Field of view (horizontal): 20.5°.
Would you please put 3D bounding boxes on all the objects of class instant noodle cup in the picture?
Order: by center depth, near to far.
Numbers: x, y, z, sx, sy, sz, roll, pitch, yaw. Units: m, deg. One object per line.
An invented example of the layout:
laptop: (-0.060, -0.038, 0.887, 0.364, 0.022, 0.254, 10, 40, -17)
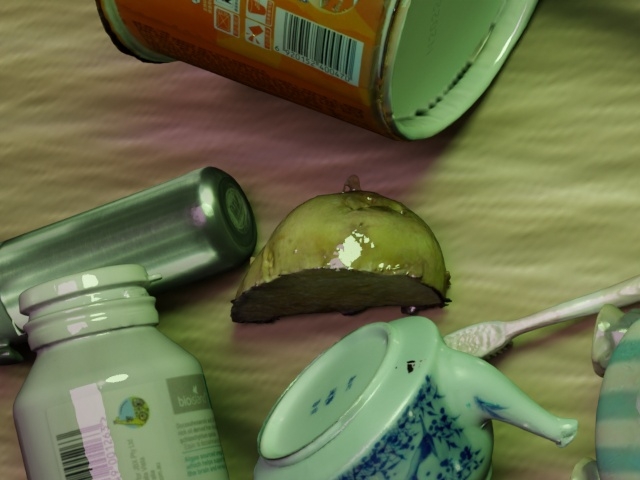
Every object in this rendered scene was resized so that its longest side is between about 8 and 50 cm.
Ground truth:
instant noodle cup: (0.019, -0.207, 1.190, 0.214, 0.296, 0.296, 30, 90, 22)

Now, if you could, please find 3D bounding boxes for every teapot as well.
teapot: (0.048, 0.146, 1.153, 0.232, 0.159, 0.159, -36, 62, 28)

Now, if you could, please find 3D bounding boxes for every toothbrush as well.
toothbrush: (0.215, 0.030, 1.159, 0.307, 0.029, 0.025, -20, 70, 18)

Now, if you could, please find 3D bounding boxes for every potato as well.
potato: (0.000, 0.000, 1.235, 0.172, 0.100, 0.089, -6, 68, 28)

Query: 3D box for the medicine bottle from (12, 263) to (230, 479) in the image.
medicine bottle: (-0.140, 0.130, 1.221, 0.135, 0.135, 0.215, -17, 82, 22)

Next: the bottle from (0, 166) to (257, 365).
bottle: (-0.170, 0.025, 1.320, 0.253, 0.079, 0.096, -18, 67, 20)

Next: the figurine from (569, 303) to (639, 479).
figurine: (0.266, 0.096, 0.913, 0.361, 0.377, 0.266, 6, 78, 26)
